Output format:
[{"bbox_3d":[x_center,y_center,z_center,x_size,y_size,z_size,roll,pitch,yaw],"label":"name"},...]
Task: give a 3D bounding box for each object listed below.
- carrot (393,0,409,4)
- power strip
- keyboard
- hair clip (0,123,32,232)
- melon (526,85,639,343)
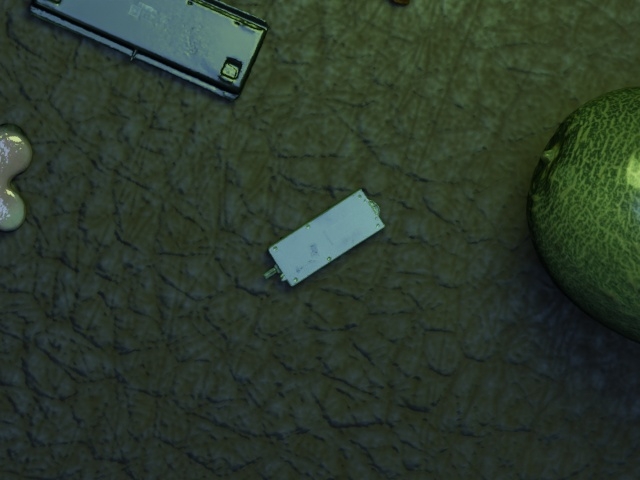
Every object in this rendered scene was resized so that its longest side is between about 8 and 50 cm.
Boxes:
[{"bbox_3d":[0.053,-0.324,1.759,0.047,0.047,0.191,-21,97,-1],"label":"carrot"},{"bbox_3d":[0.000,0.000,1.789,0.136,0.019,0.051,-34,97,0],"label":"power strip"},{"bbox_3d":[-0.172,-0.221,1.762,0.230,0.025,0.093,24,91,-4],"label":"keyboard"},{"bbox_3d":[-0.410,-0.079,1.741,0.257,0.075,0.146,15,88,-9],"label":"hair clip"},{"bbox_3d":[0.354,-0.012,1.695,0.329,0.248,0.248,29,92,-13],"label":"melon"}]
